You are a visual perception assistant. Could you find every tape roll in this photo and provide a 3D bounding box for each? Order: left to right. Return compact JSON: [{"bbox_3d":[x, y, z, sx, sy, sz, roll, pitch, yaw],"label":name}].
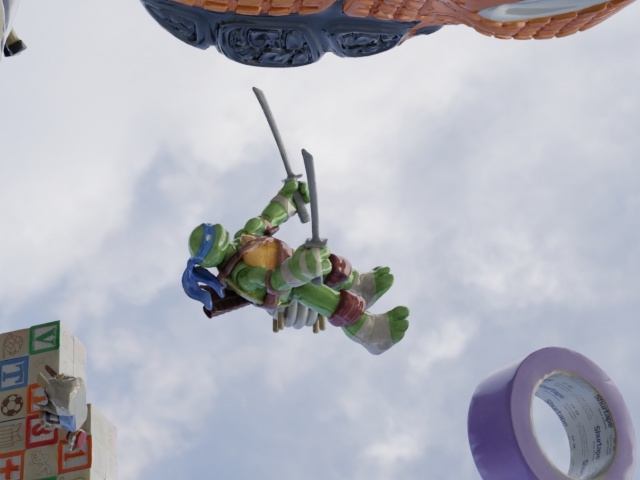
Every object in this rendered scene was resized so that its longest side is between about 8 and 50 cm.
[{"bbox_3d":[0.266,0.223,1.300,0.080,0.189,0.188,-37,-139,51],"label":"tape roll"}]

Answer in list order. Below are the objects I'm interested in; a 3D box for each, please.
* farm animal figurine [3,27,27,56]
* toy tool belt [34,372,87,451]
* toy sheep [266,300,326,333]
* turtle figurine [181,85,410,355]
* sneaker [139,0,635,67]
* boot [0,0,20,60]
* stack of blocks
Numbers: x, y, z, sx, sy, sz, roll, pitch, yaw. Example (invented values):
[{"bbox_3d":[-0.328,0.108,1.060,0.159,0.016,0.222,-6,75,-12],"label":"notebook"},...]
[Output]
[{"bbox_3d":[-0.499,-0.206,1.141,0.330,0.172,0.327,-31,-164,-35],"label":"farm animal figurine"},{"bbox_3d":[-0.272,0.177,1.181,0.051,0.083,0.052,12,-149,15],"label":"toy tool belt"},{"bbox_3d":[-0.035,0.085,1.584,0.132,0.091,0.091,3,-124,-18],"label":"toy sheep"},{"bbox_3d":[0.000,0.000,1.318,0.198,0.266,0.274,11,-107,59],"label":"turtle figurine"},{"bbox_3d":[0.034,-0.155,0.524,0.263,0.099,0.121,-7,-103,-22],"label":"sneaker"},{"bbox_3d":[-0.294,-0.124,0.730,0.377,0.138,0.284,-33,-146,28],"label":"boot"},{"bbox_3d":[-0.346,0.253,1.398,0.171,0.087,0.297,-13,-124,7],"label":"stack of blocks"}]
